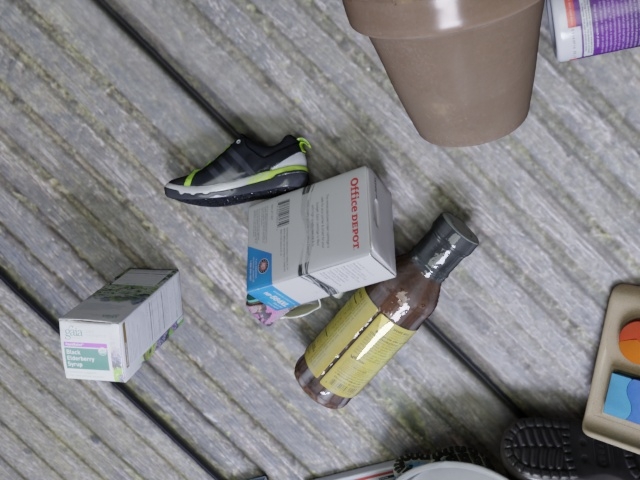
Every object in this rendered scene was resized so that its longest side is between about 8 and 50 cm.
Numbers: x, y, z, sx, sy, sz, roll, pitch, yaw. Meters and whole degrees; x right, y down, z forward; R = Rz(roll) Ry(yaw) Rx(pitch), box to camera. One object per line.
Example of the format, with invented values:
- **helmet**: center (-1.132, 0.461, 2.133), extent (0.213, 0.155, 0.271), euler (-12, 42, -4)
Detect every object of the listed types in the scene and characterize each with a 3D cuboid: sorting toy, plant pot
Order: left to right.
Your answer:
- **plant pot**: center (0.172, -0.250, 0.993), extent (0.263, 0.263, 0.229), euler (-7, 123, 14)
- **sorting toy**: center (0.521, 0.201, 1.052), extent (0.307, 0.041, 0.229), euler (14, 94, 36)

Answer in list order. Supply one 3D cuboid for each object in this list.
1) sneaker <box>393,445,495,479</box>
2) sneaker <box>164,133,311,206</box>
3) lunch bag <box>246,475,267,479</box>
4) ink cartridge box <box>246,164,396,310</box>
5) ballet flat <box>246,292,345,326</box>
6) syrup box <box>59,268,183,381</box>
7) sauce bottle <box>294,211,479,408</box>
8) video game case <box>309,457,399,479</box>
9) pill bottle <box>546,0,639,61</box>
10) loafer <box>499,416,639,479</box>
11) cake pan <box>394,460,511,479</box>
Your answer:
- **sneaker**: center (0.199, 0.379, 1.259), extent (0.162, 0.063, 0.073), euler (-5, 112, 5)
- **sneaker**: center (-0.123, -0.110, 1.185), extent (0.234, 0.084, 0.097), euler (-7, 81, 13)
- **lunch bag**: center (-0.121, 0.458, 1.361), extent (0.083, 0.053, 0.071), euler (-19, 101, 26)
- **ink cartridge box**: center (0.000, 0.000, 1.121), extent (0.203, 0.148, 0.086), euler (-17, 146, 25)
- **ballet flat**: center (-0.012, 0.069, 1.210), extent (0.221, 0.077, 0.079), euler (-30, 116, 19)
- **syrup box**: center (-0.296, 0.123, 1.194), extent (0.093, 0.237, 0.096), euler (1, 107, 11)
- **sauce bottle**: center (0.100, 0.106, 1.172), extent (0.111, 0.111, 0.344), euler (40, 111, -2)
- **video game case**: center (0.115, 0.515, 1.343), extent (0.204, 0.025, 0.285), euler (-19, 102, 16)
- **pill bottle**: center (0.389, -0.296, 0.986), extent (0.193, 0.108, 0.108), euler (-8, 105, 15)
- **loafer**: center (0.451, 0.346, 1.182), extent (0.365, 0.134, 0.130), euler (9, 144, 9)
- **cake pan**: center (0.218, 0.463, 1.172), extent (0.293, 0.054, 0.293), euler (3, 98, 24)
